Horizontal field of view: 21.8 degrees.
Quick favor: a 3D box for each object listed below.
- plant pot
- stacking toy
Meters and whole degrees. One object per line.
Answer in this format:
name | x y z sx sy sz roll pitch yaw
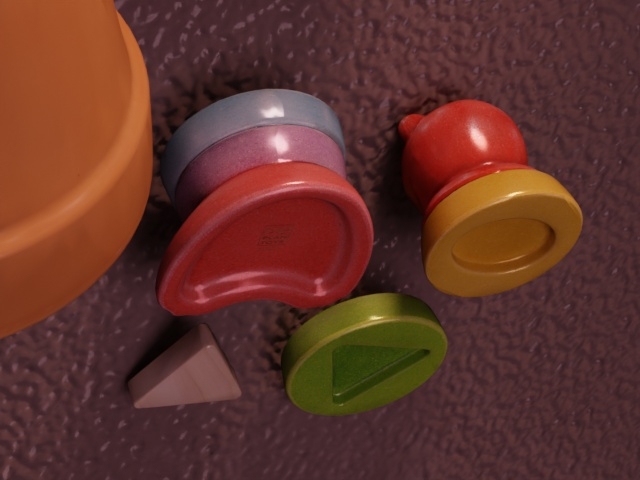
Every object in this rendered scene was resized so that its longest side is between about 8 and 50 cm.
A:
plant pot | -0.227 -0.112 0.842 0.291 0.291 0.203 -18 142 -23
stacking toy | 0.000 0.000 1.234 0.309 0.130 0.279 4 139 -31
